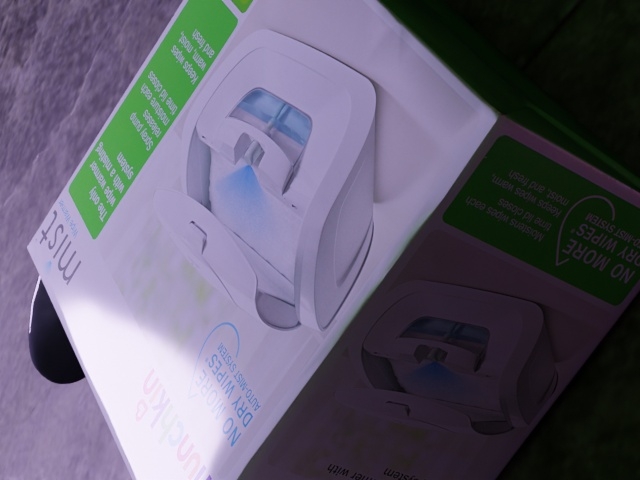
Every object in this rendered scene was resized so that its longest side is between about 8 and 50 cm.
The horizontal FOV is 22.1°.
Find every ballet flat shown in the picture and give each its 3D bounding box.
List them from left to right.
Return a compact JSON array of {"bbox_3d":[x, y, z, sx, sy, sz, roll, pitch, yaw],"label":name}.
[{"bbox_3d":[-0.113,-0.008,0.965,0.074,0.074,0.203,13,79,56],"label":"ballet flat"}]

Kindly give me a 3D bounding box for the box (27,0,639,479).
[{"bbox_3d":[0.000,0.000,0.758,0.231,0.127,0.262,-54,37,15],"label":"box"}]
